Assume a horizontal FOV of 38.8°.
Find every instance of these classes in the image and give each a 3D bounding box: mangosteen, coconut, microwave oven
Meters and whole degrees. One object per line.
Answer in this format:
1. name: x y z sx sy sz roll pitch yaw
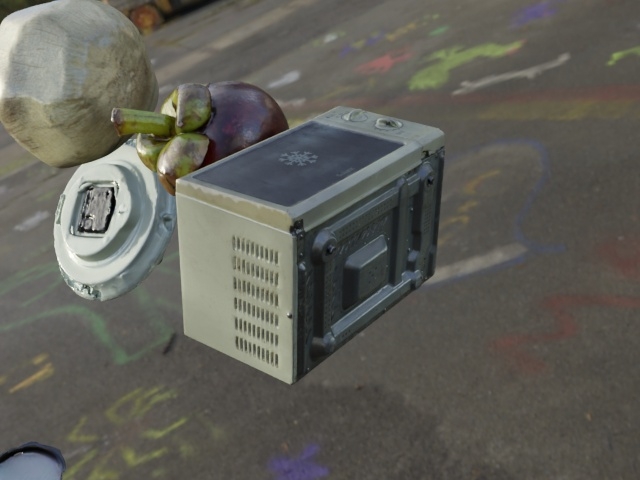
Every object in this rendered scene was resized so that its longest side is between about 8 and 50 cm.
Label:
1. mangosteen: -0.115 -0.113 0.955 0.146 0.181 0.156 -44 32 3
2. coconut: -0.314 -0.194 1.140 0.224 0.224 0.224 -20 23 9
3. microwave oven: 0.000 0.000 0.850 0.145 0.194 0.240 16 31 32

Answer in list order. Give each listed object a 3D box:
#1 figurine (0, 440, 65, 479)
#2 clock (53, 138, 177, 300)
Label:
1. figurine: -0.194 0.212 0.542 0.110 0.138 0.246 -43 -14 -53
2. clock: -0.296 -0.035 1.250 0.236 0.053 0.237 -14 65 32
